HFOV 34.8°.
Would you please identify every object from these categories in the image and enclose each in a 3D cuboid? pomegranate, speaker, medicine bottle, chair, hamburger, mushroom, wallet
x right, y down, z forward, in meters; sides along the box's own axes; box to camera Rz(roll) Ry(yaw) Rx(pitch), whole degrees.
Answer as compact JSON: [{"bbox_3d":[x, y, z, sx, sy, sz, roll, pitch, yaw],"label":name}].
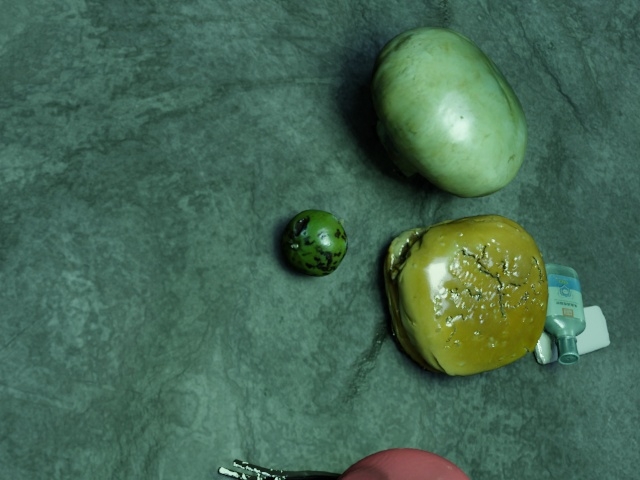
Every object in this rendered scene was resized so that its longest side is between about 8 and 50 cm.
[{"bbox_3d":[0.000,0.000,1.811,0.161,0.122,0.122,-28,89,-56],"label":"pomegranate"},{"bbox_3d":[0.133,0.481,1.646,0.294,0.294,0.294,7,73,-24],"label":"speaker"},{"bbox_3d":[0.471,0.142,1.988,0.090,0.054,0.208,11,51,-12],"label":"medicine bottle"},{"bbox_3d":[-0.060,0.427,1.674,0.212,0.084,0.101,14,63,-22],"label":"chair"},{"bbox_3d":[0.274,0.101,1.882,0.304,0.174,0.284,-13,94,-21],"label":"hamburger"},{"bbox_3d":[0.223,-0.229,1.870,0.352,0.260,0.352,48,22,-26],"label":"mushroom"},{"bbox_3d":[0.498,0.185,2.038,0.190,0.033,0.095,-12,83,-27],"label":"wallet"}]
